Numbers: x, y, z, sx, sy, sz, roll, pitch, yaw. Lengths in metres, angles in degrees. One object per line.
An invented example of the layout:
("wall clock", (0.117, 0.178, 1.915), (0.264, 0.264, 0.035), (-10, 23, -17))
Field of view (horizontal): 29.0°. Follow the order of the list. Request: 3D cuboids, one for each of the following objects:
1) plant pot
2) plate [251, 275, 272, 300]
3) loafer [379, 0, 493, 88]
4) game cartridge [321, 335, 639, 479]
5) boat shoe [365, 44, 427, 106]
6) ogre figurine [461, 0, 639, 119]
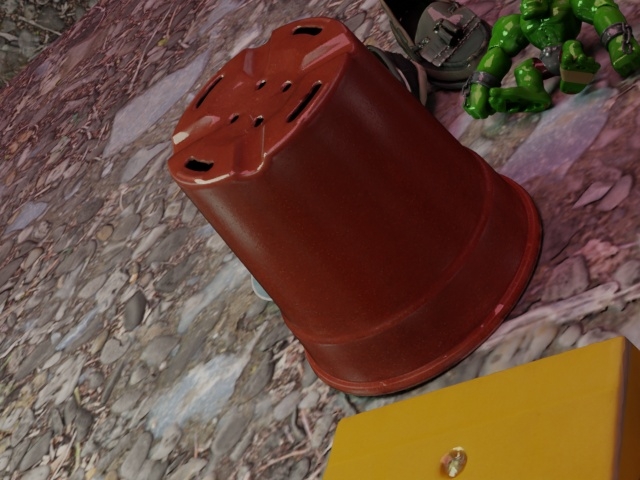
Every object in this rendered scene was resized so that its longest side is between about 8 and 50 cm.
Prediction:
("plant pot", (0.018, -0.043, 1.136), (0.272, 0.265, 0.272), (-29, 35, 22))
("plate", (0.000, 0.000, 1.394), (0.188, 0.024, 0.188), (-33, 29, 21))
("loafer", (0.135, -0.256, 1.507), (0.096, 0.084, 0.267), (-44, 26, 2))
("game cartridge", (0.097, 0.238, 0.896), (0.285, 0.053, 0.323), (-22, 36, 36))
("boat shoe", (0.079, -0.134, 1.403), (0.084, 0.079, 0.233), (-38, 37, 30))
("ogre figurine", (0.237, -0.201, 1.287), (0.197, 0.097, 0.118), (-35, 42, 51))
